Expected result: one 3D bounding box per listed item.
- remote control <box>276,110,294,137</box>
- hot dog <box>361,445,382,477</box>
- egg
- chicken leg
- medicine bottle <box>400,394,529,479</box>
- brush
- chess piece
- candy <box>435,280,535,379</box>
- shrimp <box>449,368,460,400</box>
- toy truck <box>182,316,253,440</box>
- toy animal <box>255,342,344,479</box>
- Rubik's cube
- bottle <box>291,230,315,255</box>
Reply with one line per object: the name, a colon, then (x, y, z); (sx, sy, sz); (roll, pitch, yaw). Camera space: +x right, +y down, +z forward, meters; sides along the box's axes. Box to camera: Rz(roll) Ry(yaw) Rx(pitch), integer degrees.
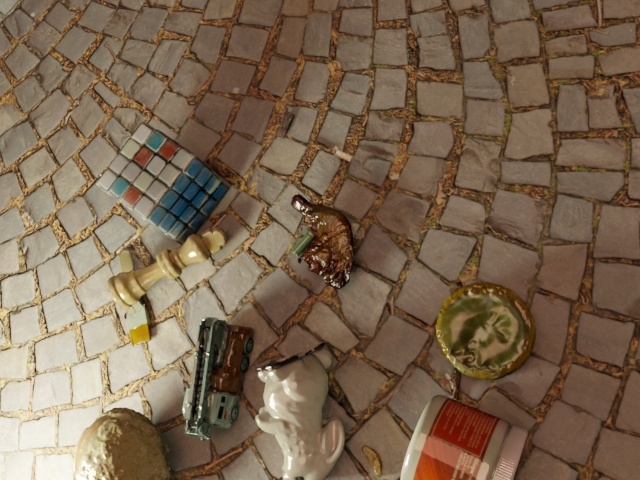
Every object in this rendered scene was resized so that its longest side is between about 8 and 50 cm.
remote control: (-0.116, -0.379, 2.088); (0.034, 0.016, 0.091); (22, 82, 7)
hot dog: (0.145, 0.584, 1.690); (0.034, 0.030, 0.090); (-31, 66, -2)
egg: (-0.561, 0.628, 1.795); (0.279, 0.279, 0.311); (-22, 74, 11)
chicken leg: (0.012, -0.005, 1.885); (0.177, 0.083, 0.323); (-11, 72, 8)
medicine bottle: (0.344, 0.527, 1.518); (0.240, 0.252, 0.253); (17, 80, 23)
brush: (-0.614, 0.181, 2.081); (0.085, 0.020, 0.337); (-22, 67, 12)
chess piece: (-0.475, 0.074, 2.013); (0.397, 0.117, 0.117); (-30, 66, 0)
candy: (0.431, 0.237, 1.660); (0.259, 0.118, 0.260); (-3, 76, 14)
shrimp: (0.355, 0.383, 1.676); (0.029, 0.038, 0.093); (-2, 72, 19)
toy truck: (-0.312, 0.398, 1.819); (0.132, 0.184, 0.339); (5, 75, 21)
toy animal: (-0.041, 0.481, 1.720); (0.257, 0.194, 0.358); (-18, 83, -12)
Rubik's cube: (-0.496, -0.180, 2.023); (0.253, 0.256, 0.259); (33, 85, 25)
bottle: (-0.052, 0.008, 1.937); (0.030, 0.030, 0.083); (41, 88, 25)
